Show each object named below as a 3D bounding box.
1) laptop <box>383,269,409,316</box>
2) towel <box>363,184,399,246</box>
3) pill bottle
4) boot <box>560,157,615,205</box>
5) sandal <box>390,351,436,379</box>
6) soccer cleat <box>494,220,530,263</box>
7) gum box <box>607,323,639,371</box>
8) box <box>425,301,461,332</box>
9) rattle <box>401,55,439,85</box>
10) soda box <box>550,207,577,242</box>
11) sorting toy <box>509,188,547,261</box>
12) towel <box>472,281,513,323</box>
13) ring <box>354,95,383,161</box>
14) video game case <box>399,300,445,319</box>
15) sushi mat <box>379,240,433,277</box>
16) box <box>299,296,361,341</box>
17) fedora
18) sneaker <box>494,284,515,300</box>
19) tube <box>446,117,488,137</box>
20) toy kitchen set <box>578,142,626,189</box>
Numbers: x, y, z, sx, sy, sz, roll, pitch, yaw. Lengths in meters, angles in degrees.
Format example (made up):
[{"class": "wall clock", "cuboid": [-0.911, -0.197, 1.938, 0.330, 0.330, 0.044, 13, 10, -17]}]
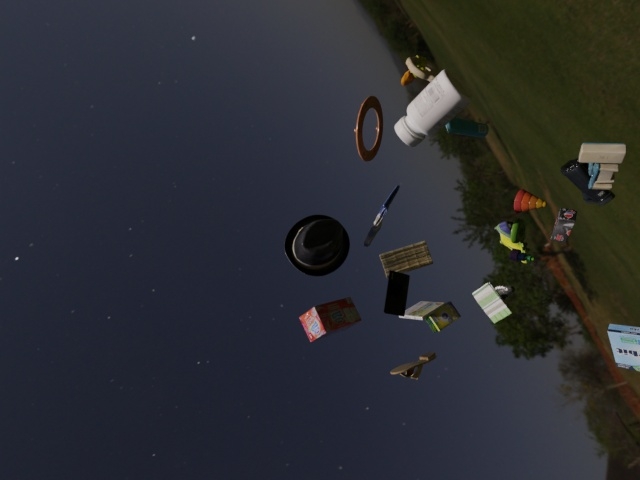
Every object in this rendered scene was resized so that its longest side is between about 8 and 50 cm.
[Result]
[{"class": "laptop", "cuboid": [0.417, 0.301, 2.249, 0.264, 0.137, 0.234, 90, -170, -82]}, {"class": "towel", "cuboid": [0.299, -0.115, 1.944, 0.034, 0.285, 0.209, 30, -133, 9]}, {"class": "pill bottle", "cuboid": [0.351, -0.411, 1.271, 0.131, 0.229, 0.131, 24, -135, -26]}, {"class": "boot", "cuboid": [1.099, -0.251, 1.667, 0.207, 0.094, 0.246, 49, -156, 5]}, {"class": "sandal", "cuboid": [0.436, 0.588, 1.811, 0.240, 0.088, 0.079, -18, -94, -22]}, {"class": "soccer cleat", "cuboid": [1.166, 0.015, 2.427, 0.093, 0.121, 0.289, -33, -88, -46]}, {"class": "gum box", "cuboid": [1.065, 0.364, 1.327, 0.041, 0.157, 0.184, -46, -63, -32]}, {"class": "box", "cuboid": [0.694, 0.436, 2.274, 0.105, 0.179, 0.043, 57, 171, 8]}, {"class": "rattle", "cuboid": [0.402, -0.619, 1.571, 0.130, 0.142, 0.199, -13, -119, -48]}, {"class": "soda box", "cuboid": [0.960, -0.057, 1.579, 0.053, 0.060, 0.169, -65, -28, -22]}, {"class": "sorting toy", "cuboid": [1.002, -0.060, 1.920, 0.127, 0.126, 0.365, -17, -67, -41]}, {"class": "towel", "cuboid": [0.717, 0.259, 1.670, 0.023, 0.113, 0.152, -19, -114, -33]}, {"class": "ring", "cuboid": [0.256, -0.588, 2.116, 0.337, 0.032, 0.336, -29, -56, -54]}, {"class": "video game case", "cuboid": [0.649, 0.446, 2.556, 0.227, 0.206, 0.026, -21, -84, -32]}, {"class": "sushi mat", "cuboid": [0.523, 0.113, 2.432, 0.019, 0.317, 0.151, 112, 141, -75]}, {"class": "box", "cuboid": [0.049, 0.359, 1.831, 0.257, 0.123, 0.128, -6, -118, -47]}, {"class": "fedora", "cuboid": [0.000, 0.000, 1.874, 0.334, 0.152, 0.333, 5, -112, -12]}, {"class": "sneaker", "cuboid": [0.899, 0.291, 2.021, 0.078, 0.234, 0.106, 8, -109, -14]}, {"class": "tube", "cuboid": [0.550, -0.430, 1.518, 0.207, 0.052, 0.080, 0, -117, -30]}, {"class": "toy kitchen set", "cuboid": [0.965, -0.294, 1.399, 0.166, 0.122, 0.207, -68, -29, -28]}]
